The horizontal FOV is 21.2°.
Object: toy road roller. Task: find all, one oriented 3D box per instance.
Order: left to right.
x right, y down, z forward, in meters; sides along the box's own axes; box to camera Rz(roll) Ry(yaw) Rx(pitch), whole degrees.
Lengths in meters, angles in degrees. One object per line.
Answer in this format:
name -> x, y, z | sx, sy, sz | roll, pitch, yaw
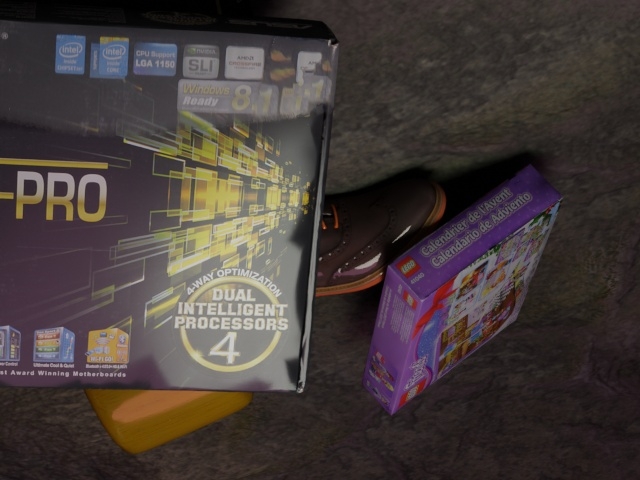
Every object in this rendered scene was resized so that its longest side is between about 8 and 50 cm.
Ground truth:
toy road roller -> -0.178, 0.050, 1.596 | 0.202, 0.241, 0.329 | -25, 153, 3

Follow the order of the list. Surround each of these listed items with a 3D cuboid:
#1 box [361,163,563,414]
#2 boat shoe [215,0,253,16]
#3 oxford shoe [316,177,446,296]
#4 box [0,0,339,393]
box -> 0.149, 0.059, 1.863 | 0.201, 0.057, 0.293 | -35, 159, -21
boat shoe -> -0.072, -0.218, 1.432 | 0.042, 0.049, 0.133 | -9, 145, 5
oxford shoe -> 0.000, 0.000, 1.773 | 0.271, 0.097, 0.098 | -28, 134, 11
box -> -0.195, -0.035, 1.422 | 0.395, 0.097, 0.318 | 3, 107, -10
